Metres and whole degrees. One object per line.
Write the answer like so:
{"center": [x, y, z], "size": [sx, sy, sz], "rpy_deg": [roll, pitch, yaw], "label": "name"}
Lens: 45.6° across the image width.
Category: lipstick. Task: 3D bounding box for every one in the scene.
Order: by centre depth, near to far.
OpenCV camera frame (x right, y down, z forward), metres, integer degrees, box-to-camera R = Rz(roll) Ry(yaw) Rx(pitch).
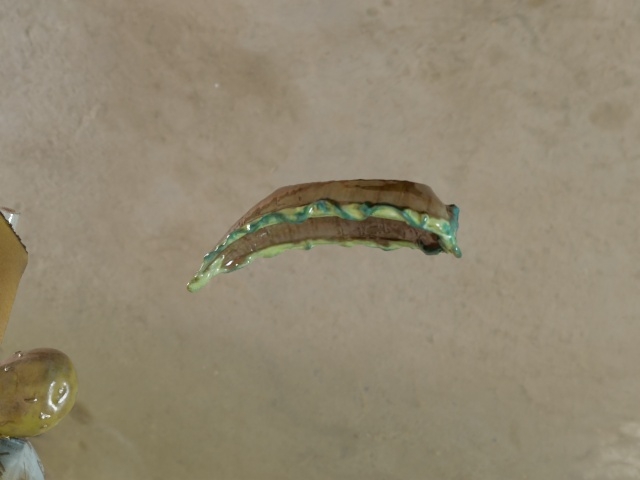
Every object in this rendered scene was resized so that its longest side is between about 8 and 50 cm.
{"center": [-0.553, 0.009, 1.305], "size": [0.038, 0.038, 0.130], "rpy_deg": [23, 96, 13], "label": "lipstick"}

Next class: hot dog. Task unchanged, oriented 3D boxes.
{"center": [-0.484, 0.405, 1.143], "size": [0.082, 0.270, 0.162], "rpy_deg": [-11, 114, -1], "label": "hot dog"}

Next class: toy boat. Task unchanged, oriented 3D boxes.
{"center": [-0.003, -0.010, 0.788], "size": [0.293, 0.108, 0.099], "rpy_deg": [-8, 72, 14], "label": "toy boat"}

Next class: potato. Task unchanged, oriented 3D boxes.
{"center": [-0.458, 0.238, 1.195], "size": [0.176, 0.137, 0.137], "rpy_deg": [-9, 110, 9], "label": "potato"}

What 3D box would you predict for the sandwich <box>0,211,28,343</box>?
{"center": [-0.462, 0.025, 0.910], "size": [0.108, 0.186, 0.220], "rpy_deg": [-6, 139, 9], "label": "sandwich"}
